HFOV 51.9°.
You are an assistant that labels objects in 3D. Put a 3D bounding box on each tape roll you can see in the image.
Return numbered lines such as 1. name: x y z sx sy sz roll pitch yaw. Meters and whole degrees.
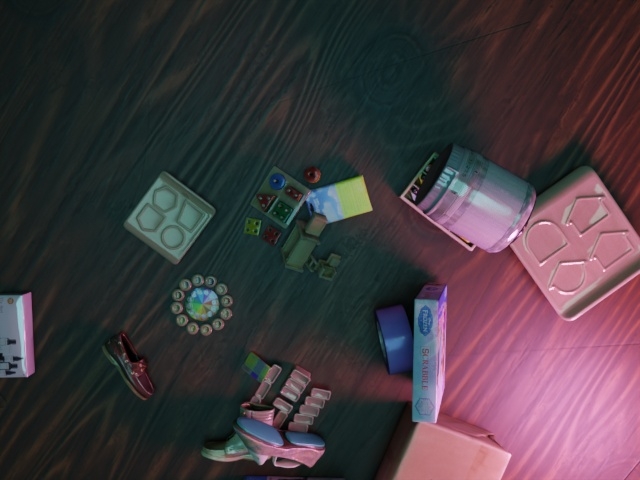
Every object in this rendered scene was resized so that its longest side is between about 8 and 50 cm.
1. tape roll: 0.211 0.280 1.862 0.080 0.189 0.189 -12 95 -2

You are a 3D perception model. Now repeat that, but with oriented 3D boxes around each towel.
1. towel: -0.188 0.371 1.925 0.083 0.009 0.060 34 100 21

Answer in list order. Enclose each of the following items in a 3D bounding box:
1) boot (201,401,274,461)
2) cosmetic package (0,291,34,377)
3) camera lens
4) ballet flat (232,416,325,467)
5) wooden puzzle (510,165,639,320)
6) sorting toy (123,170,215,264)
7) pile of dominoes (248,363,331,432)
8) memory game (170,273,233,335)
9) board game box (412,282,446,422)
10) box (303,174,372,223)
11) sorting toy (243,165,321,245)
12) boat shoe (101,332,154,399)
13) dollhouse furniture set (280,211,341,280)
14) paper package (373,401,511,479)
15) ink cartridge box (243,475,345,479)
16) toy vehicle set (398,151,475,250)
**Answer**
1. boot: -0.239 0.553 1.910 0.213 0.077 0.165 1 102 -6
2. cosmetic package: -0.884 0.270 1.886 0.099 0.060 0.239 -1 94 -3
3. camera lens: 0.424 -0.112 1.789 0.274 0.219 0.219 29 93 -4
4. ballet flat: -0.127 0.587 1.856 0.316 0.107 0.106 24 101 -29
5. wooden puzzle: 0.740 0.008 1.922 0.322 0.080 0.348 -36 90 0
6. sorting toy: -0.433 -0.065 1.893 0.193 0.038 0.208 37 97 -4
7. pile of dominoes: -0.108 0.494 1.954 0.196 0.040 0.251 31 101 -4
8. memory game: -0.347 0.188 1.923 0.186 0.012 0.186 0 94 -2
9. board game box: 0.302 0.293 1.801 0.066 0.319 0.318 2 95 15
10. box: 0.050 -0.113 1.900 0.178 0.042 0.109 -16 94 0
11. sorting toy: -0.124 -0.116 1.872 0.132 0.046 0.274 35 98 12
12. boat shoe: -0.543 0.363 1.898 0.073 0.073 0.207 -36 95 3
13. dollhouse furniture set: 0.000 0.000 1.868 0.161 0.101 0.182 18 118 -26
14. paper package: 0.339 0.683 1.908 0.309 0.168 0.324 22 92 -5
15. ink cartridge box: -0.073 0.776 1.871 0.307 0.223 0.129 2 93 -2
16. toy vehicle set: 0.383 -0.113 1.916 0.267 0.035 0.166 36 92 -4
